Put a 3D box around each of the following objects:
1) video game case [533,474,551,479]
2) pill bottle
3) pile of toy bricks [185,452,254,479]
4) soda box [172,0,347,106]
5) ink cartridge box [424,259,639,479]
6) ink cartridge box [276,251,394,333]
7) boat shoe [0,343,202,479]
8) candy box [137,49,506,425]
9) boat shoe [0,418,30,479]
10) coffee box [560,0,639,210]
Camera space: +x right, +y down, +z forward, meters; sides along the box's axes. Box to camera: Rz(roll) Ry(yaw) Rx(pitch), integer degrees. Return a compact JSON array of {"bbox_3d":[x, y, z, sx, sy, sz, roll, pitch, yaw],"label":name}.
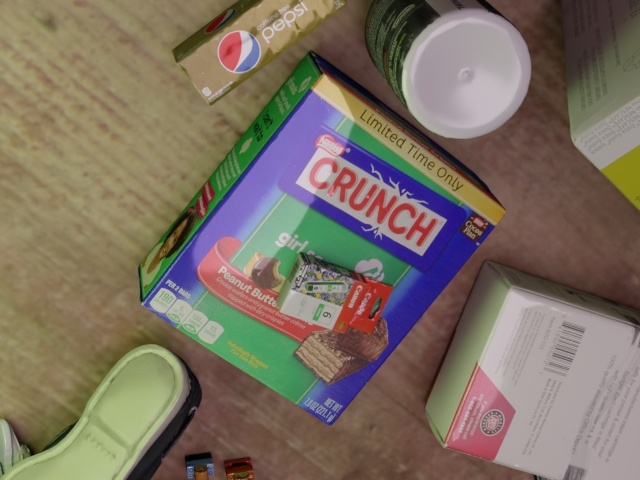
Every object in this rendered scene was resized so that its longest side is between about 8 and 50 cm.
[{"bbox_3d":[0.411,0.316,1.912,0.274,0.026,0.196,-16,113,-4],"label":"video game case"},{"bbox_3d":[0.118,-0.199,1.536,0.130,0.246,0.130,-4,113,-9],"label":"pill bottle"},{"bbox_3d":[-0.159,0.327,1.760,0.212,0.105,0.118,-8,112,-8],"label":"pile of toy bricks"},{"bbox_3d":[-0.065,-0.223,1.594,0.181,0.058,0.061,-36,113,4],"label":"soda box"},{"bbox_3d":[0.293,0.169,1.769,0.283,0.117,0.207,18,102,-14],"label":"ink cartridge box"},{"bbox_3d":[0.018,0.061,1.603,0.115,0.029,0.063,20,106,-18],"label":"ink cartridge box"},{"bbox_3d":[-0.258,0.263,1.716,0.127,0.113,0.340,37,91,24],"label":"boat shoe"},{"bbox_3d":[0.000,0.000,1.657,0.268,0.122,0.317,35,100,-21],"label":"candy box"},{"bbox_3d":[-0.349,0.246,1.735,0.035,0.035,0.100,-18,112,-34],"label":"boat shoe"},{"bbox_3d":[0.477,-0.171,1.514,0.338,0.338,0.334,-36,115,29],"label":"coffee box"}]
